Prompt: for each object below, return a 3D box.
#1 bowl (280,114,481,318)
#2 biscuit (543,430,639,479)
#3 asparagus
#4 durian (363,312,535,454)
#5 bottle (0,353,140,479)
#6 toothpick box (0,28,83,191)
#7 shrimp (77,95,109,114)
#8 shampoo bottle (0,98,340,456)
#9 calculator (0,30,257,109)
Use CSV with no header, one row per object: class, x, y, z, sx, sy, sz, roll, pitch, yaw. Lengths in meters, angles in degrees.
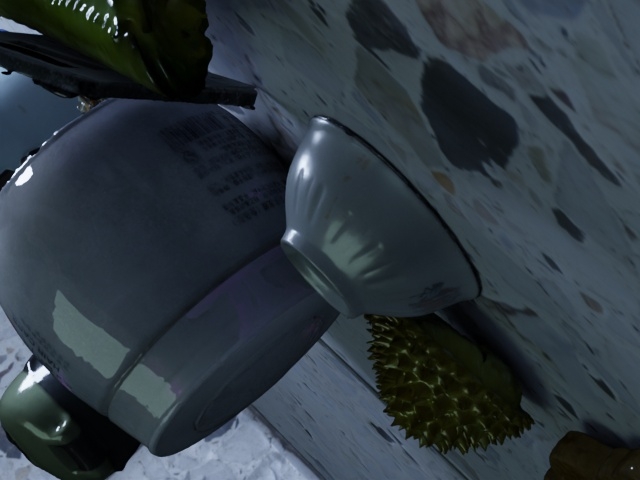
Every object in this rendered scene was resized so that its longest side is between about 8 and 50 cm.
bowl,0.027,0.003,1.333,0.189,0.086,0.189,44,170,10
biscuit,0.250,0.213,1.333,0.183,0.047,0.320,41,169,18
asparagus,-0.165,-0.192,1.281,0.382,0.128,0.108,31,136,51
durian,0.077,0.099,1.421,0.208,0.102,0.146,44,-179,9
bottle,-0.163,0.099,1.740,0.168,0.347,0.168,47,171,10
toothpick box,-0.279,-0.074,1.932,0.355,0.263,0.263,49,170,-9
shrimp,-0.222,-0.158,1.784,0.233,0.079,0.090,50,-152,-3
shampoo bottle,-0.132,0.026,1.527,0.266,0.273,0.273,50,171,13
calculator,-0.171,-0.131,1.325,0.161,0.021,0.261,20,-169,22
